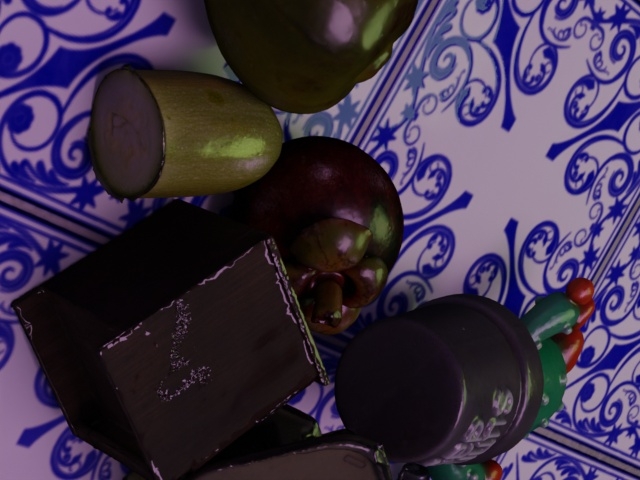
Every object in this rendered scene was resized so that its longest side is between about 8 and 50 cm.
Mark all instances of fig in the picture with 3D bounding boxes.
[{"bbox_3d":[-0.023,-0.232,1.609,0.225,0.203,0.203,43,79,-8],"label":"fig"}]

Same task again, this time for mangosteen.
[{"bbox_3d":[0.000,0.000,1.738,0.200,0.200,0.200,-23,127,-34],"label":"mangosteen"}]

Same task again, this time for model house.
[{"bbox_3d":[-0.047,0.207,1.784,0.205,0.278,0.218,-13,125,-4],"label":"model house"}]

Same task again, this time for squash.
[{"bbox_3d":[-0.107,-0.092,1.638,0.187,0.123,0.123,0,113,-43],"label":"squash"}]

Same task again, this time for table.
[{"bbox_3d":[-0.135,0.096,1.660,0.193,0.169,0.172,-34,121,-25],"label":"table"}]

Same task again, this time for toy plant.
[{"bbox_3d":[0.164,0.162,2.002,0.400,0.185,0.279,1,100,-62],"label":"toy plant"}]

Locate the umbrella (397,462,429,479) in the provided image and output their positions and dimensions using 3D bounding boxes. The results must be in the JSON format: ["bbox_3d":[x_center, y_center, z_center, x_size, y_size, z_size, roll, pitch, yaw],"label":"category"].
[{"bbox_3d":[0.105,0.361,2.150,0.066,0.059,0.235,-38,136,-52],"label":"umbrella"}]

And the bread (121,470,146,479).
[{"bbox_3d":[-0.155,0.294,1.830,0.129,0.111,0.114,-52,130,-14],"label":"bread"}]
